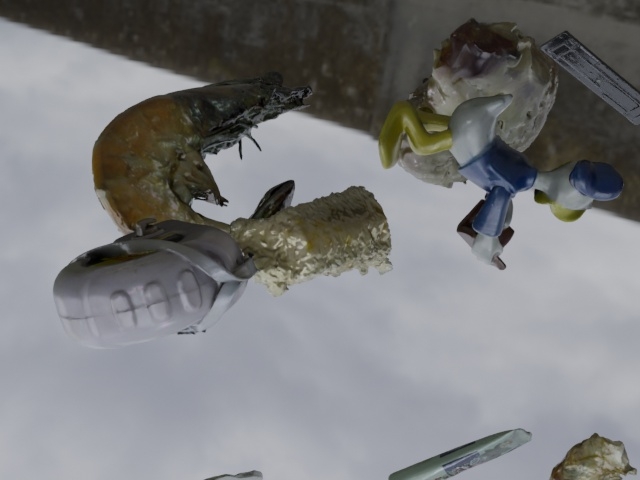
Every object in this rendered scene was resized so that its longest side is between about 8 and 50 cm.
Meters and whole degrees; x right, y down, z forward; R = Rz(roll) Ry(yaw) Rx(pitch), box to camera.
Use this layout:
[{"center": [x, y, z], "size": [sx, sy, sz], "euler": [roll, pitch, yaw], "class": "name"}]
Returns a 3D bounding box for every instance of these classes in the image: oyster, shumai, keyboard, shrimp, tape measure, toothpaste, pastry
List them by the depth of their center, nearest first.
[{"center": [-0.188, 0.047, 1.280], "size": [0.197, 0.120, 0.236], "euler": [-21, -166, -27], "class": "tape measure"}, {"center": [-0.002, -0.005, 1.462], "size": [0.258, 0.089, 0.121], "euler": [-8, -119, -56], "class": "pastry"}, {"center": [0.181, 0.309, 1.651], "size": [0.060, 0.233, 0.038], "euler": [40, -153, -56], "class": "toothpaste"}, {"center": [-0.126, -0.112, 1.670], "size": [0.272, 0.085, 0.445], "euler": [51, -135, 1], "class": "shrimp"}, {"center": [0.427, -0.246, 1.811], "size": [0.204, 0.013, 0.061], "euler": [35, 152, -16], "class": "keyboard"}, {"center": [0.410, 0.475, 1.961], "size": [0.100, 0.271, 0.275], "euler": [12, 149, -34], "class": "oyster"}, {"center": [0.287, -0.250, 2.082], "size": [0.346, 0.217, 0.283], "euler": [-29, 174, -9], "class": "shumai"}]

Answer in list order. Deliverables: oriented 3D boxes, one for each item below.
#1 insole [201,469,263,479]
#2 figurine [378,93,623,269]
[{"center": [-0.121, 0.321, 1.578], "size": [0.063, 0.010, 0.192], "euler": [-28, 162, 7], "class": "insole"}, {"center": [0.282, -0.076, 1.795], "size": [0.338, 0.284, 0.204], "euler": [7, -154, 26], "class": "figurine"}]
